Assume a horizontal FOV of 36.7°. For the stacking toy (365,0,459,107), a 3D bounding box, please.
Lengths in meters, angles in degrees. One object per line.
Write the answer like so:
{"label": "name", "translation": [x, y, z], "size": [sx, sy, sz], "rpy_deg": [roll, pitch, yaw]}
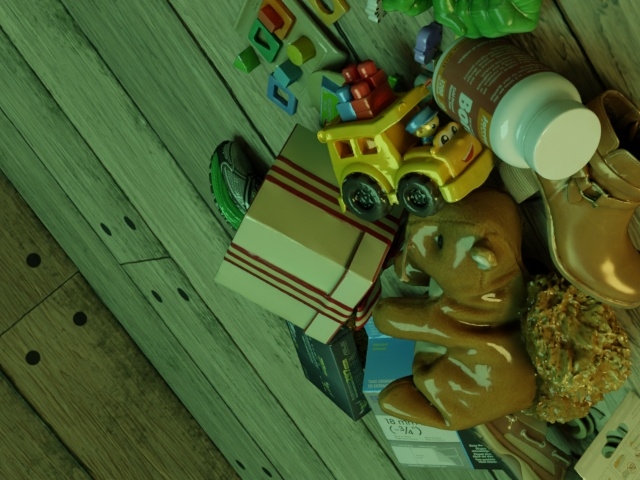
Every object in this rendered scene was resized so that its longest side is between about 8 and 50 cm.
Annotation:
{"label": "stacking toy", "translation": [0.148, -0.240, 1.347], "size": [0.167, 0.052, 0.221], "rpy_deg": [31, 149, 30]}

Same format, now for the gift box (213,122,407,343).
{"label": "gift box", "translation": [0.000, 0.000, 1.615], "size": [0.258, 0.255, 0.276], "rpy_deg": [28, 148, -2]}

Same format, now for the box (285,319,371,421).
{"label": "box", "translation": [0.013, 0.232, 1.948], "size": [0.183, 0.059, 0.232], "rpy_deg": [35, 151, 45]}

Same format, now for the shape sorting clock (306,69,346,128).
{"label": "shape sorting clock", "translation": [0.061, -0.195, 1.529], "size": [0.206, 0.040, 0.206], "rpy_deg": [32, 164, 11]}

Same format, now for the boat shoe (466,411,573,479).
{"label": "boat shoe", "translation": [0.327, 0.320, 1.667], "size": [0.324, 0.116, 0.123], "rpy_deg": [49, 174, -28]}

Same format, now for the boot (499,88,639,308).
{"label": "boot", "translation": [0.379, -0.050, 1.232], "size": [0.283, 0.109, 0.220], "rpy_deg": [55, 149, 2]}

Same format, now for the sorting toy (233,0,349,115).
{"label": "sorting toy", "translation": [-0.060, -0.315, 1.554], "size": [0.196, 0.047, 0.347], "rpy_deg": [46, 153, 3]}

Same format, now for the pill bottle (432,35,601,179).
{"label": "pill bottle", "translation": [0.236, -0.163, 1.170], "size": [0.216, 0.121, 0.121], "rpy_deg": [52, 165, 49]}

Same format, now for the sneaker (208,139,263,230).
{"label": "sneaker", "translation": [-0.089, -0.057, 1.896], "size": [0.146, 0.134, 0.343], "rpy_deg": [-36, 89, 27]}

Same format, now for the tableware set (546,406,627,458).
{"label": "tableware set", "translation": [0.473, 0.349, 1.672], "size": [0.194, 0.039, 0.128], "rpy_deg": [37, 151, 19]}

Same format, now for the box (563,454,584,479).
{"label": "box", "translation": [0.424, 0.549, 1.706], "size": [0.148, 0.311, 0.121], "rpy_deg": [21, 146, 44]}

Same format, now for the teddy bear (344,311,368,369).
{"label": "teddy bear", "translation": [0.066, 0.206, 1.999], "size": [0.338, 0.113, 0.245], "rpy_deg": [50, 155, -3]}

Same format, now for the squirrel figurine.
{"label": "squirrel figurine", "translation": [0.280, 0.093, 1.441], "size": [0.397, 0.281, 0.370], "rpy_deg": [18, 133, 22]}

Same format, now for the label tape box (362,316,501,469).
{"label": "label tape box", "translation": [0.214, 0.282, 1.802], "size": [0.241, 0.106, 0.333], "rpy_deg": [-6, 126, 30]}

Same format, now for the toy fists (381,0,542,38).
{"label": "toy fists", "translation": [0.147, -0.330, 1.182], "size": [0.279, 0.096, 0.142], "rpy_deg": [27, 149, 32]}

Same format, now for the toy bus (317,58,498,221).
{"label": "toy bus", "translation": [0.109, -0.151, 1.349], "size": [0.220, 0.149, 0.211], "rpy_deg": [-1, 120, 44]}

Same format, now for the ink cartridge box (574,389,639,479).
{"label": "ink cartridge box", "translation": [0.508, 0.382, 1.502], "size": [0.232, 0.189, 0.066], "rpy_deg": [44, 148, 6]}
